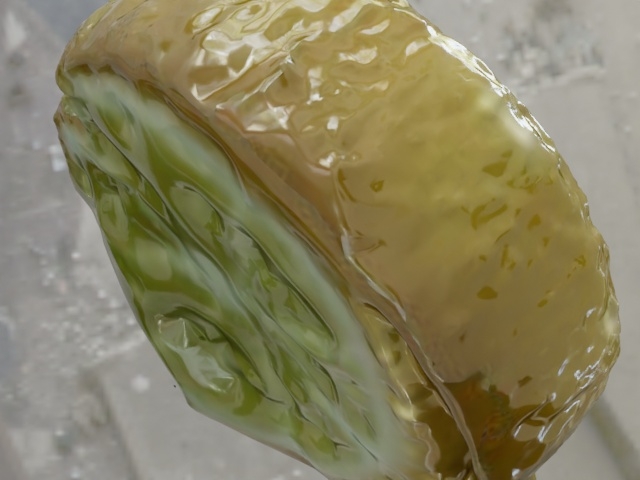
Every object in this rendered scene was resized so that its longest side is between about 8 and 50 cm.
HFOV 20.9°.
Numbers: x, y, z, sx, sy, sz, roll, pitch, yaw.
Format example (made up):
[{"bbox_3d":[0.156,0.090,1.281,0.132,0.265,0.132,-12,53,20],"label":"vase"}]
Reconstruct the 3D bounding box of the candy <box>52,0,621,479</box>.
[{"bbox_3d":[0.000,0.000,0.696,0.118,0.260,0.260,-45,120,-22],"label":"candy"}]
